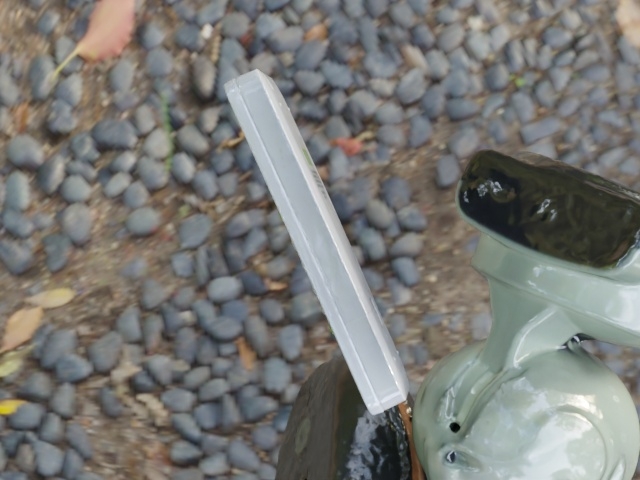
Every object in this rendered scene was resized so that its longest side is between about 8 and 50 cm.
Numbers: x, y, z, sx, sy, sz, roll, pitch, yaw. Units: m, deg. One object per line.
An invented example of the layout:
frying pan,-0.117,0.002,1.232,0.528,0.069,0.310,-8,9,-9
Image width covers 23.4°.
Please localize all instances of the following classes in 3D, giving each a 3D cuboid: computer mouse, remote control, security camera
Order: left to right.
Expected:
remote control,0.000,0.000,1.089,0.034,0.103,0.250,-24,90,5
computer mouse,0.029,0.235,1.253,0.116,0.183,0.323,14,50,-11
security camera,0.175,0.091,1.157,0.191,0.197,0.277,21,92,-51
